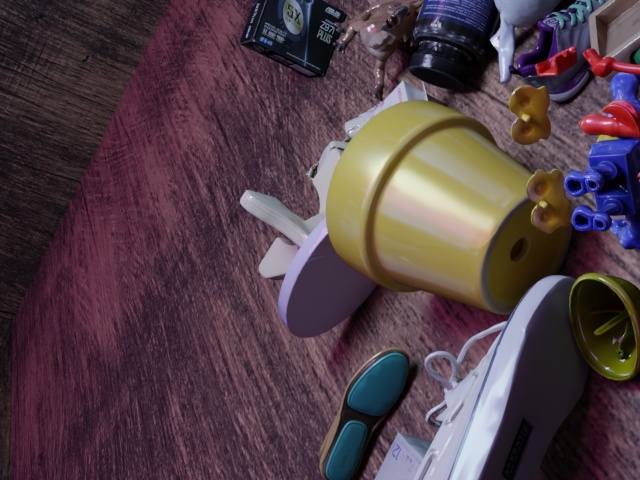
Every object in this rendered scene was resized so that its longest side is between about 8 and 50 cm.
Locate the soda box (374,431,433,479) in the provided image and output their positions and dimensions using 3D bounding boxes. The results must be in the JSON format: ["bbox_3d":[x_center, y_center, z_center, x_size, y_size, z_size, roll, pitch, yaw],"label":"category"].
[{"bbox_3d":[0.172,0.337,0.982,0.091,0.098,0.286,-65,30,7],"label":"soda box"}]

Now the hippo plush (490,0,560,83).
[{"bbox_3d":[0.250,-0.433,1.171,0.294,0.237,0.234,-49,22,34],"label":"hippo plush"}]

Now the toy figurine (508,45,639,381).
[{"bbox_3d":[0.360,-0.052,0.894,0.191,0.217,0.362,1,116,45],"label":"toy figurine"}]

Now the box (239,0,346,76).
[{"bbox_3d":[-0.058,-0.449,1.801,0.078,0.180,0.147,13,82,62],"label":"box"}]

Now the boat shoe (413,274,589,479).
[{"bbox_3d":[0.177,0.193,0.949,0.157,0.136,0.367,-3,51,48],"label":"boat shoe"}]

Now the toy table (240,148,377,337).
[{"bbox_3d":[0.000,0.000,1.371,0.274,0.252,0.161,-49,49,10],"label":"toy table"}]

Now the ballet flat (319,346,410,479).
[{"bbox_3d":[0.056,0.249,1.263,0.232,0.080,0.073,-62,14,10],"label":"ballet flat"}]

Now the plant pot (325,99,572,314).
[{"bbox_3d":[0.175,-0.029,1.087,0.239,0.254,0.253,32,100,46],"label":"plant pot"}]

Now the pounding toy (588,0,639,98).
[{"bbox_3d":[0.389,-0.224,1.004,0.130,0.100,0.141,-38,31,42],"label":"pounding toy"}]

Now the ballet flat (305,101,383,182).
[{"bbox_3d":[0.060,-0.168,1.524,0.241,0.077,0.091,-50,33,30],"label":"ballet flat"}]

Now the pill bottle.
[{"bbox_3d":[0.218,-0.354,1.331,0.123,0.123,0.219,17,86,61],"label":"pill bottle"}]

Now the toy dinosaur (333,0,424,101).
[{"bbox_3d":[0.135,-0.390,1.509,0.200,0.127,0.295,-39,28,31],"label":"toy dinosaur"}]

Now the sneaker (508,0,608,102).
[{"bbox_3d":[0.343,-0.285,1.097,0.223,0.098,0.083,-56,31,23],"label":"sneaker"}]

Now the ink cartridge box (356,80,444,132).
[{"bbox_3d":[0.140,-0.179,1.380,0.143,0.090,0.092,-44,38,36],"label":"ink cartridge box"}]
